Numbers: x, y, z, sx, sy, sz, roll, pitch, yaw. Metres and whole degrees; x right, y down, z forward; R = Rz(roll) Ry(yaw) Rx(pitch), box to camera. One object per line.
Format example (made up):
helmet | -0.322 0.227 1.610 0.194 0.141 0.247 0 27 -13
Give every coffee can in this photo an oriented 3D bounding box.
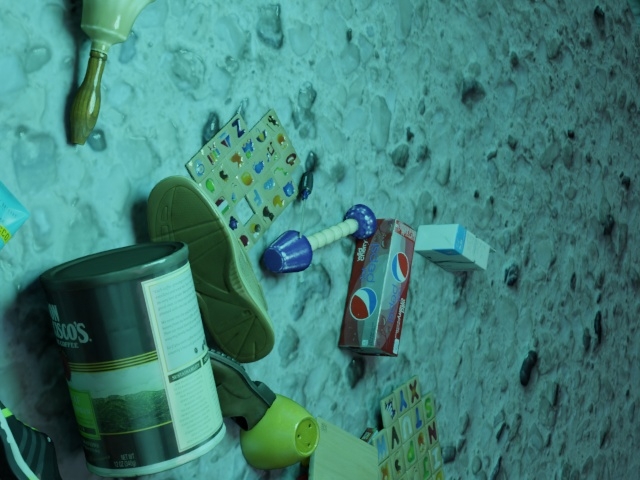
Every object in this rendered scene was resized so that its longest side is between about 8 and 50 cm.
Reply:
coffee can | -0.255 0.158 1.276 0.201 0.201 0.275 -23 105 -49

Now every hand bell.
hand bell | -0.321 -0.256 1.321 0.126 0.126 0.242 14 91 -49

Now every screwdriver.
screwdriver | -0.032 -0.065 1.656 0.025 0.024 0.170 17 44 -5

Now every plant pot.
plant pot | -0.058 0.333 1.587 0.134 0.095 0.134 2 87 -50

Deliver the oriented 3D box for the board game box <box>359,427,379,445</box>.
board game box | 0.056 0.508 1.769 0.281 0.027 0.145 -46 121 -41

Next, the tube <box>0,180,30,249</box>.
tube | -0.449 0.013 1.177 0.080 0.052 0.207 63 39 -40

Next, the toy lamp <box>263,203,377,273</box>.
toy lamp | 0.000 0.000 1.690 0.274 0.080 0.080 -21 104 -49

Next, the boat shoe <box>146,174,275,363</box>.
boat shoe | -0.175 0.038 1.466 0.110 0.121 0.341 -98 167 -63

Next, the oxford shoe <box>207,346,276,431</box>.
oxford shoe | -0.163 0.237 1.480 0.227 0.083 0.096 46 65 -34

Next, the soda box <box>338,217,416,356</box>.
soda box | 0.114 0.091 1.808 0.083 0.092 0.263 28 68 -46

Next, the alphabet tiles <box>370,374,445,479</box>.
alphabet tiles | 0.188 0.468 1.910 0.285 0.011 0.342 -20 103 -58

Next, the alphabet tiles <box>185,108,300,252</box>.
alphabet tiles | -0.119 -0.118 1.605 0.237 0.009 0.198 -52 126 -38

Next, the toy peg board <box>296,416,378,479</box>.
toy peg board | 0.022 0.434 1.682 0.161 0.079 0.161 35 39 -29

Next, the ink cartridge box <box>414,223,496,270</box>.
ink cartridge box | 0.300 0.023 2.027 0.180 0.104 0.060 29 66 -45

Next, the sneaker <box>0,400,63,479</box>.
sneaker | -0.404 0.274 1.208 0.097 0.084 0.235 -67 141 -62
